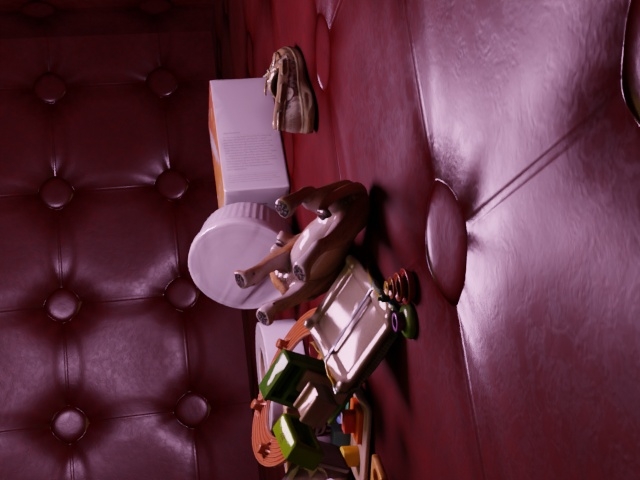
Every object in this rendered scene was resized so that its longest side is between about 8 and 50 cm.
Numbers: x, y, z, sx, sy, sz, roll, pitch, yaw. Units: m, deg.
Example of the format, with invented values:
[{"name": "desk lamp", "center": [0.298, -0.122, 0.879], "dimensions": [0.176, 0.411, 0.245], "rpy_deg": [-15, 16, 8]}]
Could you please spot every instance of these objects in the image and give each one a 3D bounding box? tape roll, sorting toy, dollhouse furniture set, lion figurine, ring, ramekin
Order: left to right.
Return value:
[{"name": "ramekin", "center": [-0.180, 0.028, 2.077], "dimensions": [0.127, 0.273, 0.273], "rpy_deg": [-89, 2, -54]}, {"name": "tape roll", "center": [-0.100, 0.346, 2.193], "dimensions": [0.286, 0.100, 0.286], "rpy_deg": [176, 90, -79]}, {"name": "ring", "center": [-0.060, 0.286, 1.707], "dimensions": [0.336, 0.032, 0.336], "rpy_deg": [-52, 24, 34]}, {"name": "lion figurine", "center": [0.000, 0.000, 1.382], "dimensions": [0.142, 0.240, 0.392], "rpy_deg": [55, 144, 5]}, {"name": "sorting toy", "center": [0.051, 0.341, 1.541], "dimensions": [0.347, 0.047, 0.196], "rpy_deg": [-127, 34, -70]}, {"name": "dollhouse furniture set", "center": [0.057, 0.200, 1.360], "dimensions": [0.301, 0.151, 0.197], "rpy_deg": [-57, 30, 15]}, {"name": "sorting toy", "center": [0.104, 0.086, 1.165], "dimensions": [0.061, 0.042, 0.102], "rpy_deg": [-126, 32, -70]}]

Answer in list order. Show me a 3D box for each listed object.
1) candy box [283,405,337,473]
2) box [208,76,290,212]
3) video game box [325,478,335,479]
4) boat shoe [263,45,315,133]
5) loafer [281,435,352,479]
[{"name": "candy box", "center": [-0.023, 0.406, 1.791], "dimensions": [0.053, 0.109, 0.186], "rpy_deg": [-115, 22, -63]}, {"name": "box", "center": [-0.195, -0.227, 2.246], "dimensions": [0.215, 0.168, 0.345], "rpy_deg": [104, 158, -60]}, {"name": "video game box", "center": [0.065, 0.503, 1.345], "dimensions": [0.187, 0.048, 0.205], "rpy_deg": [3, 99, 49]}, {"name": "boat shoe", "center": [-0.076, -0.323, 1.791], "dimensions": [0.285, 0.089, 0.104], "rpy_deg": [-108, 16, -51]}, {"name": "loafer", "center": [-0.049, 0.560, 1.656], "dimensions": [0.366, 0.134, 0.130], "rpy_deg": [-67, 22, 12]}]
